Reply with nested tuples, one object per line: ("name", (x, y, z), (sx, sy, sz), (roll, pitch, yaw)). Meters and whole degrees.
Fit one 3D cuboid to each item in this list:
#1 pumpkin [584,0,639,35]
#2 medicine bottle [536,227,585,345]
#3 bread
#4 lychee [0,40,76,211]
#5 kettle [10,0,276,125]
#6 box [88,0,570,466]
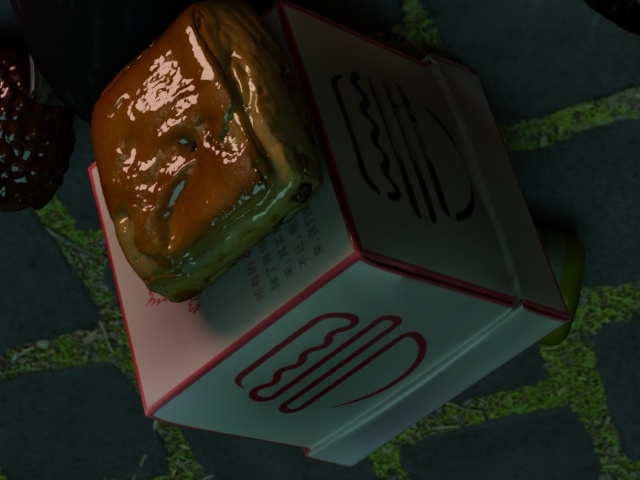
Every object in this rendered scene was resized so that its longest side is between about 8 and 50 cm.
("pumpkin", (0.327, -0.292, 1.642), (0.233, 0.163, 0.233), (3, 117, 7))
("medicine bottle", (0.168, 0.035, 1.944), (0.212, 0.122, 0.122), (12, 128, -1))
("bread", (-0.112, -0.087, 1.612), (0.210, 0.235, 0.099), (-38, 145, 29))
("lychee", (-0.344, -0.118, 1.873), (0.188, 0.188, 0.188), (4, 128, 5))
("kettle", (-0.166, -0.234, 1.755), (0.268, 0.207, 0.290), (-15, 138, -11))
("box", (0.000, 0.000, 1.762), (0.312, 0.314, 0.300), (-37, 144, 30))
